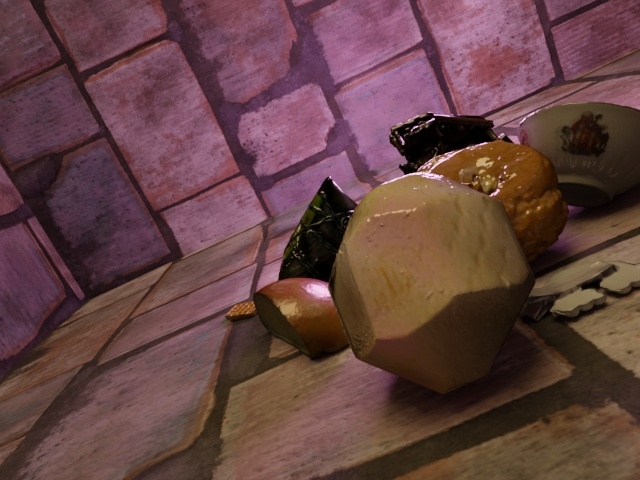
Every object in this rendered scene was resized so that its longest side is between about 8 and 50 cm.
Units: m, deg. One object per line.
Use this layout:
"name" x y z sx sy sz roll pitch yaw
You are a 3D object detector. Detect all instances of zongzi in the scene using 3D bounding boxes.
"zongzi" 0.000 0.000 1.572 0.383 0.319 0.362 -43 16 5

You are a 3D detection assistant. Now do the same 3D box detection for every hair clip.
"hair clip" 0.463 0.078 0.855 0.220 0.054 0.140 -23 10 -3

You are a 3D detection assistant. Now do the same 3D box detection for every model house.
"model house" 0.394 -0.209 1.330 0.297 0.317 0.283 -33 40 26

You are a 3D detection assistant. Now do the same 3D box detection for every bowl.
"bowl" 0.632 -0.178 1.141 0.337 0.337 0.158 0 70 59

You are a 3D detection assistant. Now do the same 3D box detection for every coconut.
"coconut" 0.184 0.080 0.806 0.352 0.353 0.353 -23 15 6

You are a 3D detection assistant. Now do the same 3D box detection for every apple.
"apple" -0.045 0.180 1.185 0.346 0.254 0.179 4 74 64

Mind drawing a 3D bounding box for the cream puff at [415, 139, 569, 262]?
"cream puff" 0.375 -0.066 1.084 0.342 0.231 0.327 11 50 39

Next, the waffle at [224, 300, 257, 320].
"waffle" -0.250 0.228 1.551 0.135 0.021 0.092 -16 17 30
